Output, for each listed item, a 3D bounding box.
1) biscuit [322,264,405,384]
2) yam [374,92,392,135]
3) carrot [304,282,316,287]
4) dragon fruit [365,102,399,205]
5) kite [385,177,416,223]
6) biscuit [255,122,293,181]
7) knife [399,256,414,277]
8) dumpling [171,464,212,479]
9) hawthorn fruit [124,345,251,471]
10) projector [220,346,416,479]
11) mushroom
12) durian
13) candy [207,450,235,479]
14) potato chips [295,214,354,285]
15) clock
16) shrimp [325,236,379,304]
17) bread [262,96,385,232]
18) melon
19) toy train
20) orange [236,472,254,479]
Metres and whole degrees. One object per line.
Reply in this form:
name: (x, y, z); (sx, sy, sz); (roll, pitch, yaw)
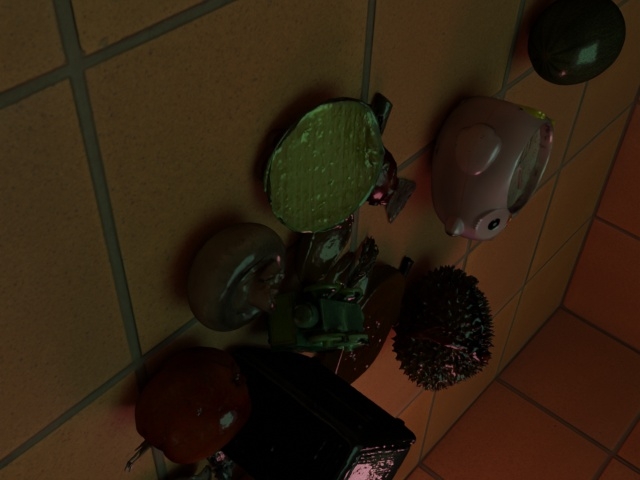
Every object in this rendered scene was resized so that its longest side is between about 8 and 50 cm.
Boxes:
biscuit: (0.126, 0.239, 2.239); (0.350, 0.070, 0.394); (-17, 133, -55)
yam: (0.132, -0.277, 1.746); (0.043, 0.043, 0.094); (-14, 131, -53)
carrot: (-0.014, 0.124, 1.934); (0.035, 0.035, 0.142); (-51, 156, -12)
dragon fruit: (0.111, -0.188, 1.728); (0.125, 0.125, 0.246); (-17, 130, -24)
kite: (0.188, -0.119, 2.030); (0.127, 0.016, 0.229); (-61, 153, -1)
biscuit: (-0.074, -0.174, 1.537); (0.140, 0.023, 0.118); (-51, 152, -12)
knife: (0.210, 0.150, 2.339); (0.060, 0.028, 0.230); (-2, 123, -44)
dumpling: (-0.341, 0.640, 1.860); (0.247, 0.142, 0.172); (-45, -174, -36)
hawthorn fruit: (-0.275, 0.347, 1.569); (0.299, 0.211, 0.211); (-39, 149, -14)
projector: (-0.027, 0.438, 1.841); (0.242, 0.395, 0.405); (-58, 152, 4)
mushroom: (-0.149, 0.077, 1.510); (0.226, 0.178, 0.226); (-47, 160, -23)
durian: (0.379, 0.276, 2.420); (0.384, 0.347, 0.347); (-59, 153, -8)
candy: (-0.251, 0.522, 1.942); (0.226, 0.051, 0.094); (76, 30, -55)
potato chips: (-0.001, 0.001, 1.794); (0.195, 0.062, 0.208); (-30, 141, -47)
clock: (0.434, -0.189, 2.106); (0.368, 0.250, 0.377); (5, 107, -61)
shrimp: (0.076, 0.090, 2.017); (0.133, 0.053, 0.236); (30, 84, -27)
bread: (0.007, -0.146, 1.581); (0.301, 0.045, 0.301); (-23, 130, -30)
melon: (0.704, -0.556, 2.176); (0.301, 0.237, 0.237); (-36, 146, -32)
toy train: (-0.004, 0.184, 1.828); (0.271, 0.188, 0.159); (16, 65, -60)
orange: (-0.121, 0.756, 2.119); (0.312, 0.312, 0.312); (-39, 147, -31)
